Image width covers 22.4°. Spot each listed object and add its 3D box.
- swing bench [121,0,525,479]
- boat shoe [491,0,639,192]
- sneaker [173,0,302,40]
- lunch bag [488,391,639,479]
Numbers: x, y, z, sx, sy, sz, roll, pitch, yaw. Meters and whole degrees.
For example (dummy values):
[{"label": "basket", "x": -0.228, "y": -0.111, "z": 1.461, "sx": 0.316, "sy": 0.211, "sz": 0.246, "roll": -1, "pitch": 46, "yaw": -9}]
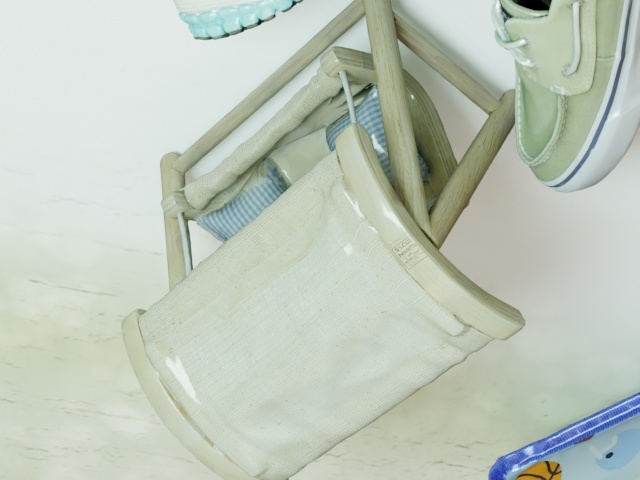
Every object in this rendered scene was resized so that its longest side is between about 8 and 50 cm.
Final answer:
[{"label": "swing bench", "x": 0.000, "y": 0.000, "z": 1.118, "sx": 0.165, "sy": 0.255, "sz": 0.253, "roll": 36, "pitch": 127, "yaw": -21}, {"label": "boat shoe", "x": 0.152, "y": -0.153, "z": 1.007, "sx": 0.094, "sy": 0.109, "sz": 0.302, "roll": -9, "pitch": 134, "yaw": -15}, {"label": "sneaker", "x": 0.008, "y": -0.230, "z": 1.016, "sx": 0.283, "sy": 0.110, "sz": 0.122, "roll": -24, "pitch": 111, "yaw": 21}, {"label": "lunch bag", "x": 0.378, "y": 0.254, "z": 1.287, "sx": 0.385, "sy": 0.239, "sz": 0.328, "roll": -29, "pitch": 120, "yaw": 15}]
